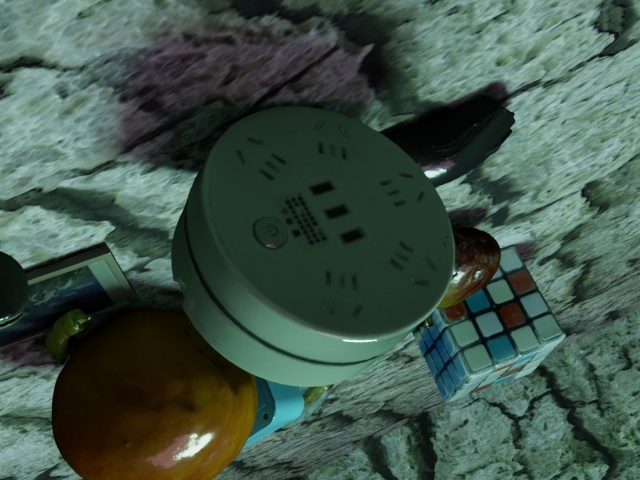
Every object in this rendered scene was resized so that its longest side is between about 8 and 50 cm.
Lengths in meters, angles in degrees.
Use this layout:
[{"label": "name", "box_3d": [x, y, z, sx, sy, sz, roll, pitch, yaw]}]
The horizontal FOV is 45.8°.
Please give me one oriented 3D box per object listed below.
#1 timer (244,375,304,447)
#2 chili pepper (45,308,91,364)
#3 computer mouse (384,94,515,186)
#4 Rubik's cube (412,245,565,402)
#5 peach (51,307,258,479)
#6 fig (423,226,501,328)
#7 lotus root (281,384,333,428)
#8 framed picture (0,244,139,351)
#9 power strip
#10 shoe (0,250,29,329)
[{"label": "timer", "box_3d": [-0.178, 0.305, 1.552, 0.250, 0.231, 0.091, -36, 156, 28]}, {"label": "chili pepper", "box_3d": [-0.423, 0.161, 1.233, 0.049, 0.043, 0.208, -37, 175, -41]}, {"label": "computer mouse", "box_3d": [0.191, -0.132, 1.171, 0.264, 0.088, 0.147, -25, 158, -2]}, {"label": "Rubik's cube", "box_3d": [0.381, 0.205, 1.806, 0.253, 0.256, 0.259, -18, 156, -12]}, {"label": "peach", "box_3d": [-0.284, 0.285, 1.305, 0.301, 0.343, 0.343, -53, 150, 7]}, {"label": "fig", "box_3d": [0.256, 0.081, 1.560, 0.170, 0.145, 0.274, -8, 137, -30]}, {"label": "lotus root", "box_3d": [-0.049, 0.345, 1.870, 0.158, 0.140, 0.322, 25, 125, -28]}, {"label": "framed picture", "box_3d": [-0.434, 0.099, 1.160, 0.281, 0.019, 0.209, -20, 156, -8]}, {"label": "power strip", "box_3d": [0.000, 0.000, 0.964, 0.358, 0.357, 0.161, -8, 153, -31]}, {"label": "shoe", "box_3d": [-0.553, 0.093, 0.938, 0.337, 0.132, 0.171, -5, 159, -40]}]
